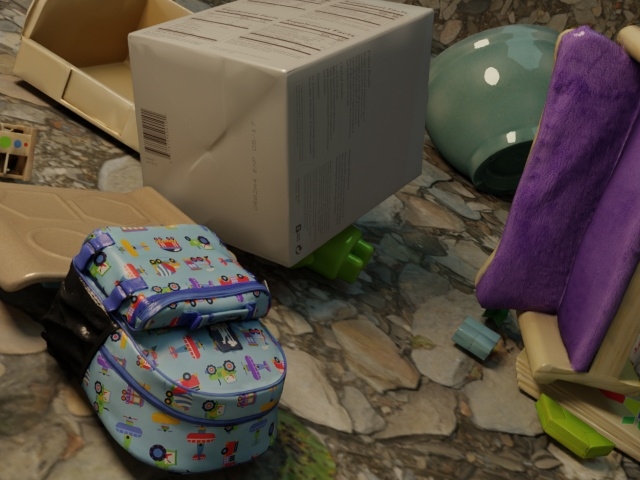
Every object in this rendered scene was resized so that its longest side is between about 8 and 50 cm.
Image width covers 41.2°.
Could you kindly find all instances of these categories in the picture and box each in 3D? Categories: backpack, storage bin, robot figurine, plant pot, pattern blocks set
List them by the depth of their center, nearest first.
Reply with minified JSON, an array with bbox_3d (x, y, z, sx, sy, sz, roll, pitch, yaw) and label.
[{"bbox_3d":[-0.100,0.081,0.632,0.158,0.117,0.173,1,36,-46],"label":"backpack"},{"bbox_3d":[0.000,0.000,0.953,0.115,0.067,0.101,32,55,9],"label":"robot figurine"},{"bbox_3d":[0.311,0.174,0.974,0.325,0.026,0.285,38,26,23],"label":"pattern blocks set"},{"bbox_3d":[-0.208,-0.214,1.101,0.262,0.123,0.260,32,24,10],"label":"storage bin"},{"bbox_3d":[0.328,-0.204,1.490,0.293,0.293,0.196,10,55,-33],"label":"plant pot"}]

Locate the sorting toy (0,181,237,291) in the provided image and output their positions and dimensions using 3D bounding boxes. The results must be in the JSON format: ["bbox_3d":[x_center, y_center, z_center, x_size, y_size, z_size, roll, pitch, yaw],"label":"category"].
[{"bbox_3d":[-0.208,-0.002,0.761,0.208,0.038,0.193,-2,26,-40],"label":"sorting toy"}]

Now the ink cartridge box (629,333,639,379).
[{"bbox_3d":[0.488,0.092,1.160,0.092,0.158,0.218,28,24,1],"label":"ink cartridge box"}]

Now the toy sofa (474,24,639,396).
[{"bbox_3d":[0.295,-0.031,0.891,0.177,0.362,0.150,13,25,-3],"label":"toy sofa"}]

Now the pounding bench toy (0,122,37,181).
[{"bbox_3d":[-0.321,-0.090,0.820,0.065,0.052,0.083,6,6,-37],"label":"pounding bench toy"}]

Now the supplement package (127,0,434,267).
[{"bbox_3d":[-0.033,-0.137,0.904,0.198,0.199,0.262,20,35,30],"label":"supplement package"}]
